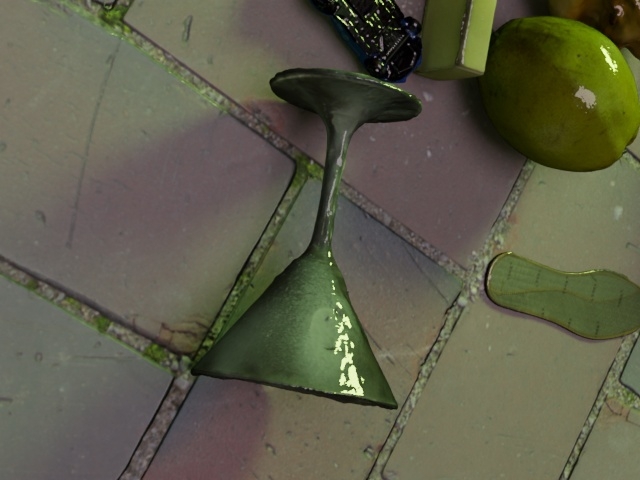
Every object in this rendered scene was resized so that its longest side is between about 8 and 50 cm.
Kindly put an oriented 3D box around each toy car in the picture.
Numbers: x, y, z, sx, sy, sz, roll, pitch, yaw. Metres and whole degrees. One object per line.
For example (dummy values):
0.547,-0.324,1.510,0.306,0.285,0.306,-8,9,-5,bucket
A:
0.061,-0.310,1.547,0.103,0.063,0.216,-50,119,-17,toy car

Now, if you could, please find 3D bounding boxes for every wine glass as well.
0.000,0.000,1.430,0.267,0.267,0.406,13,83,-29,wine glass

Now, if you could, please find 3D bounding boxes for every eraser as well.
0.198,-0.319,1.590,0.058,0.117,0.172,13,86,-29,eraser

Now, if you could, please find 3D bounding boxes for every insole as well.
0.402,0.090,1.787,0.348,0.009,0.119,15,86,-29,insole

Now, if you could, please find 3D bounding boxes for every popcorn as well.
0.516,-0.403,1.690,0.297,0.281,0.316,38,62,-8,popcorn

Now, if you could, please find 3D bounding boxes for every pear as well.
0.349,-0.215,1.628,0.269,0.212,0.212,40,73,-8,pear
